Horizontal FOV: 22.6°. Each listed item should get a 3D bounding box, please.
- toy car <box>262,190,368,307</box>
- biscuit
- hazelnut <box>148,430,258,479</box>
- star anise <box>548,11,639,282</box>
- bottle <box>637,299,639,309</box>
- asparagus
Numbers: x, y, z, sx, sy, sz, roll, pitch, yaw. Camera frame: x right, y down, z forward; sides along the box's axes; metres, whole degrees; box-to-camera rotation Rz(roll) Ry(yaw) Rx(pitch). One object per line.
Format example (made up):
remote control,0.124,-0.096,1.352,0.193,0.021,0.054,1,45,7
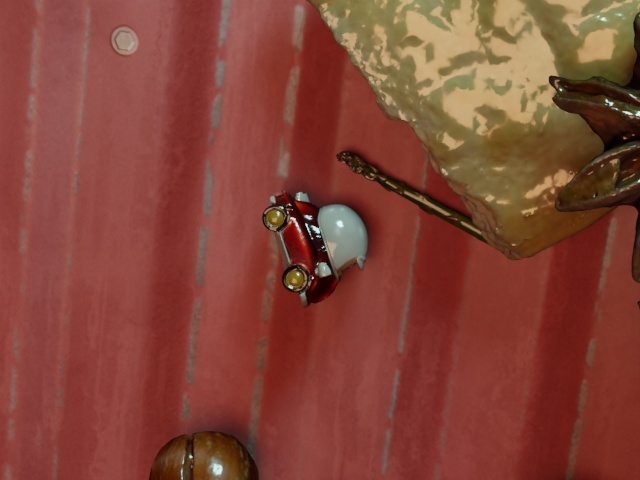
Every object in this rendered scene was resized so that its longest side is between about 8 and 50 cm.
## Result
toy car,0.000,0.000,1.901,0.112,0.112,0.139,-19,89,5
biscuit,0.245,-0.222,1.757,0.446,0.104,0.429,-28,95,17
hazelnut,-0.148,0.312,1.995,0.154,0.143,0.143,-25,96,38
star anise,0.390,-0.100,1.647,0.315,0.108,0.315,0,85,3
bottle,0.490,0.201,1.739,0.229,0.229,0.351,-15,93,19
asparagus,0.128,-0.043,1.887,0.249,0.024,0.025,29,126,6
